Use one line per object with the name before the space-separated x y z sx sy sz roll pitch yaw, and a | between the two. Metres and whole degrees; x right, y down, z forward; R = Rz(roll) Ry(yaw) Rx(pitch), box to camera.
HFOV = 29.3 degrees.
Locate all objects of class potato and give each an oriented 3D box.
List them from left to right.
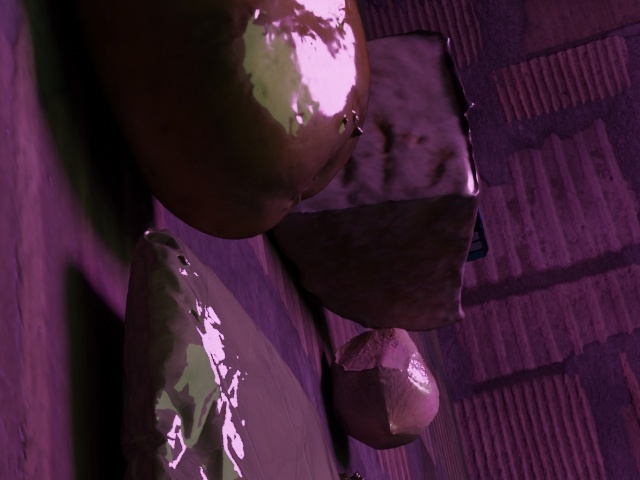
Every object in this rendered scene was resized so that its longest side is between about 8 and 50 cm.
potato | -0.062 -0.148 0.702 0.191 0.141 0.296 -13 94 -55
potato | 0.042 -0.046 1.207 0.264 0.211 0.189 85 -7 -55

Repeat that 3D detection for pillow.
pillow | -0.028 0.169 0.620 0.281 0.076 0.274 63 16 -54

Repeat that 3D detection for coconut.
coconut | 0.061 0.146 1.184 0.124 0.110 0.110 -104 176 -63

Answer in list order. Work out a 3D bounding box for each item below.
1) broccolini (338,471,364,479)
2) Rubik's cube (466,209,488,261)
broccolini | -0.011 0.174 0.921 0.218 0.042 0.044 52 26 -57
Rubik's cube | 0.087 -0.065 1.458 0.184 0.187 0.182 61 17 -67
